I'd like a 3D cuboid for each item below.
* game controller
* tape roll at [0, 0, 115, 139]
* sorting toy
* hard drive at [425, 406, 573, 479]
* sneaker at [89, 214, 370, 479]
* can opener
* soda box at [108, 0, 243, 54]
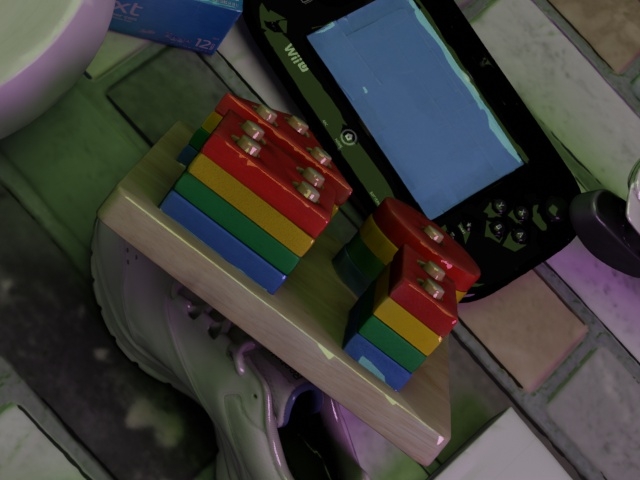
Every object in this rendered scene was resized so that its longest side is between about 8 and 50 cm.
[{"bbox_3d":[0.071,-0.105,1.272,0.166,0.067,0.319,-29,81,-32],"label":"game controller"},{"bbox_3d":[-0.279,-0.199,1.071,0.286,0.100,0.286,1,78,-2],"label":"tape roll"},{"bbox_3d":[0.000,0.000,1.086,0.257,0.089,0.255,37,13,-5],"label":"sorting toy"},{"bbox_3d":[0.168,0.304,1.144,0.210,0.040,0.318,-38,86,-33],"label":"hard drive"},{"bbox_3d":[-0.050,0.079,1.093,0.111,0.129,0.297,-30,81,-29],"label":"sneaker"},{"bbox_3d":[0.309,0.036,1.285,0.280,0.093,0.074,44,57,-26],"label":"can opener"},{"bbox_3d":[-0.165,-0.206,1.204,0.210,0.071,0.067,12,63,-20],"label":"soda box"}]
